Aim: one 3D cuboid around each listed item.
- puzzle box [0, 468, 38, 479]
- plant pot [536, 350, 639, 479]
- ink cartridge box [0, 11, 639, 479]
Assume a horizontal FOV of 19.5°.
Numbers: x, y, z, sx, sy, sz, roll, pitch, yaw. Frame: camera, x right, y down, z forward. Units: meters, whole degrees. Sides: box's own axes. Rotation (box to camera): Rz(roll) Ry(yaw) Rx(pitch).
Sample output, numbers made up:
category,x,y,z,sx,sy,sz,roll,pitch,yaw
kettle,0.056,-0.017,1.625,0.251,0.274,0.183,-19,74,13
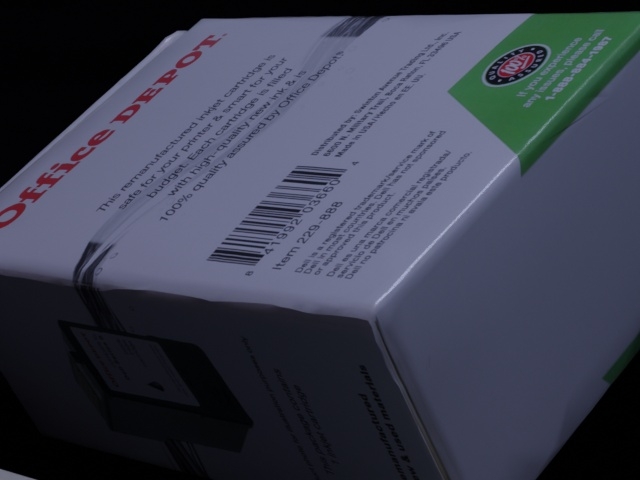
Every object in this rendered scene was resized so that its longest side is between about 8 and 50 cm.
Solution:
category,x,y,z,sx,sy,sz,roll,pitch,yaw
puzzle box,-0.007,0.234,0.226,0.272,0.052,0.409,21,50,-20
plant pot,0.190,0.043,0.917,0.188,0.167,0.187,-11,30,-39
ink cartridge box,0.000,0.000,0.833,0.289,0.122,0.211,7,42,46
